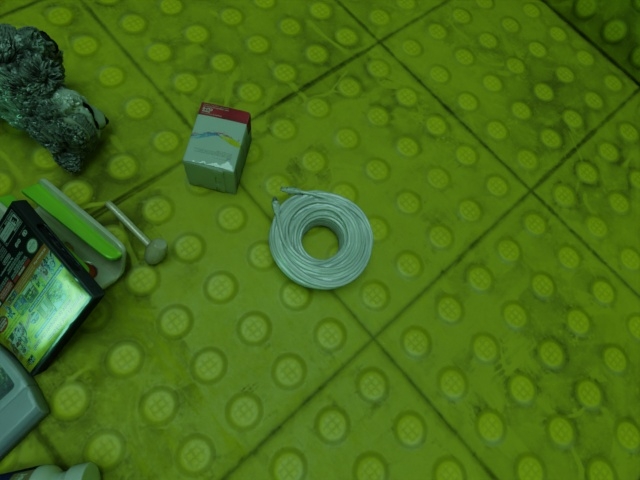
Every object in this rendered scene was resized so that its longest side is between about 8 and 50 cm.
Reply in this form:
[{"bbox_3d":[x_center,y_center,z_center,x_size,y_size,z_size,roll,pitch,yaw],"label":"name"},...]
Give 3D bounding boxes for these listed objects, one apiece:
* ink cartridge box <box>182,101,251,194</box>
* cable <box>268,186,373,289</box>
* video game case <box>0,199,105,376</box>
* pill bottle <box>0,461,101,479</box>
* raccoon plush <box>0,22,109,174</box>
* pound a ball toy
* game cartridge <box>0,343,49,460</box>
[{"bbox_3d":[-0.256,-0.229,1.054,0.128,0.128,0.176,12,69,-5],"label":"ink cartridge box"},{"bbox_3d":[0.000,0.000,1.036,0.257,0.089,0.257,4,71,-8],"label":"cable"},{"bbox_3d":[-0.584,0.101,0.836,0.248,0.035,0.275,47,111,5],"label":"video game case"},{"bbox_3d":[-0.547,0.491,0.736,0.265,0.153,0.153,-8,72,-13],"label":"pill bottle"},{"bbox_3d":[-0.737,-0.290,0.946,0.447,0.216,0.299,-17,77,-23],"label":"raccoon plush"},{"bbox_3d":[-0.540,0.000,0.944,0.319,0.135,0.208,37,40,8],"label":"pound a ball toy"},{"bbox_3d":[-0.708,0.303,0.832,0.294,0.060,0.196,39,65,6],"label":"game cartridge"}]
